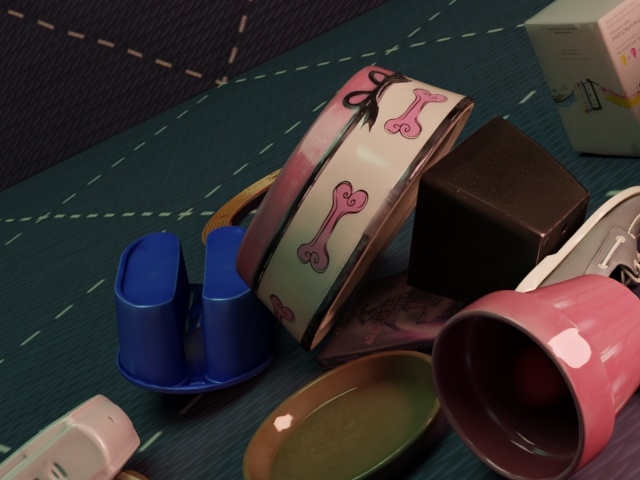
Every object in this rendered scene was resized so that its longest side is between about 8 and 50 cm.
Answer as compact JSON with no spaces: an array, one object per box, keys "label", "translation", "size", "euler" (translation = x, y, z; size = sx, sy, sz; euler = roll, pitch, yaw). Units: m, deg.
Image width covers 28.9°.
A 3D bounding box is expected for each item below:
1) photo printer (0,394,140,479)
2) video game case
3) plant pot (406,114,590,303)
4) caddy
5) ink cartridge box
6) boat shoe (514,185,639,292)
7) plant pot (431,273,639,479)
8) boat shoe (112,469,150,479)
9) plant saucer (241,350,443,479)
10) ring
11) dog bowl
[{"label":"photo printer","translation":[-0.359,0.316,1.607],"size":[0.256,0.107,0.307],"euler":[-40,0,-3]},{"label":"video game case","translation":[0.145,0.093,1.723],"size":[0.274,0.026,0.196],"euler":[-13,25,33]},{"label":"plant pot","translation":[0.239,-0.020,1.610],"size":[0.167,0.188,0.187],"euler":[27,45,27]},{"label":"caddy","translation":[-0.190,0.114,1.895],"size":[0.241,0.179,0.341],"euler":[-6,23,-1]},{"label":"ink cartridge box","translation":[0.456,-0.267,1.873],"size":[0.171,0.232,0.168],"euler":[-37,24,-22]},{"label":"boat shoe","translation":[0.341,0.042,1.536],"size":[0.099,0.116,0.319],"euler":[38,50,21]},{"label":"plant pot","translation":[0.247,0.128,1.294],"size":[0.180,0.201,0.201],"euler":[-27,16,-36]},{"label":"boat shoe","translation":[-0.207,0.349,1.479],"size":[0.095,0.095,0.257],"euler":[-44,25,-20]},{"label":"plant saucer","translation":[0.034,0.233,1.516],"size":[0.278,0.041,0.278],"euler":[-25,22,10]},{"label":"ring","translation":[-0.074,-0.070,2.377],"size":[0.336,0.032,0.336],"euler":[-24,22,10]},{"label":"dog bowl","translation":[0.038,-0.058,1.687],"size":[0.408,0.150,0.408],"euler":[-56,-5,-8]}]
